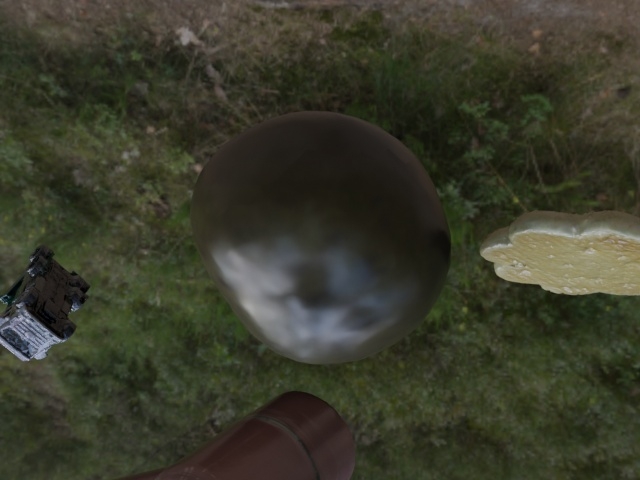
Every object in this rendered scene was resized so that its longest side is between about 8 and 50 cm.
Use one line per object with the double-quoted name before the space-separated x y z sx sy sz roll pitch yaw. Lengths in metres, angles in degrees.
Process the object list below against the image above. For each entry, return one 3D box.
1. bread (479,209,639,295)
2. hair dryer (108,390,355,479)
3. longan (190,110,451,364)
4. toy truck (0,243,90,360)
"bread" 0.393 0.022 1.003 0.316 0.054 0.316 10 163 3
"hair dryer" -0.155 0.282 0.742 0.352 0.125 0.210 -23 177 31
"longan" 0.000 0.000 0.986 0.404 0.336 0.404 10 148 6
"toy truck" -0.470 0.107 1.132 0.116 0.216 0.110 -36 118 8
